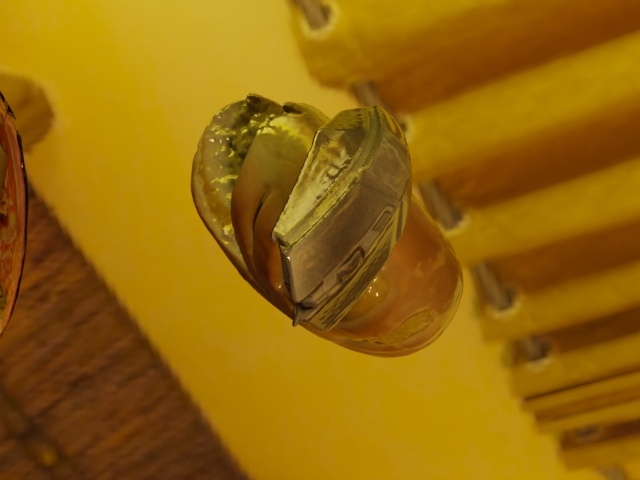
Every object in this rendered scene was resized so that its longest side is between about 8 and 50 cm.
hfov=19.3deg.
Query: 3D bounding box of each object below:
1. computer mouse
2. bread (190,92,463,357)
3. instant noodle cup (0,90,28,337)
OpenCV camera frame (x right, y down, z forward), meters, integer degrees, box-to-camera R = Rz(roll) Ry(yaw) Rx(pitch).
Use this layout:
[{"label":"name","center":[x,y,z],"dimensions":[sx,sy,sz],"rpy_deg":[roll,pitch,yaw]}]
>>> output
[{"label":"computer mouse","center":[0.029,-0.021,1.629],"dimensions":[0.231,0.071,0.126],"rpy_deg":[-63,-34,-35]},{"label":"bread","center":[0.000,0.000,1.888],"dimensions":[0.160,0.333,0.333],"rpy_deg":[-44,-60,-10]},{"label":"instant noodle cup","center":[-0.395,-0.022,1.556],"dimensions":[0.244,0.255,0.244],"rpy_deg":[1,-90,-81]}]
